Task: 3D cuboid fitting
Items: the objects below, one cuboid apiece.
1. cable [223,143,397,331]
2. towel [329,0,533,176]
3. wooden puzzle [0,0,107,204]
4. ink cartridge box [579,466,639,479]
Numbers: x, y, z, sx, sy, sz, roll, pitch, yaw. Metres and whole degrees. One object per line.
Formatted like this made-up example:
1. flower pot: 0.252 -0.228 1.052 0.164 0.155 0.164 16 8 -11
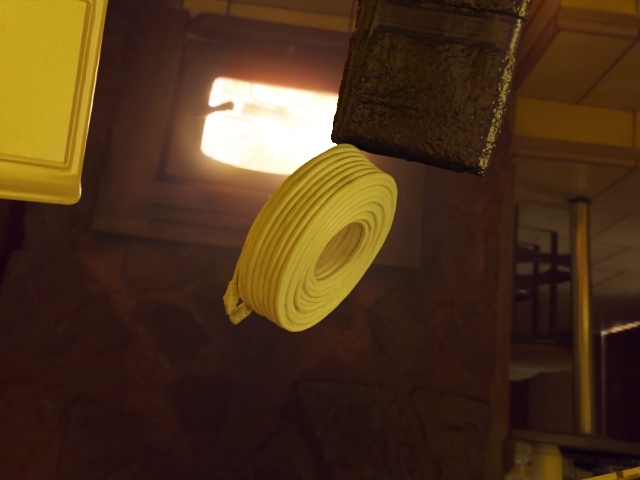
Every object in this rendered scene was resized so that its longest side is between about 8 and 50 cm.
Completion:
1. cable: 0.000 0.000 0.839 0.089 0.257 0.257 37 -140 24
2. towel: 0.139 -0.252 0.797 0.228 0.308 0.076 14 -170 18
3. wooden puzzle: -0.304 -0.159 0.550 0.044 0.238 0.221 8 -178 38
4. ink cartridge box: 0.267 0.220 0.543 0.083 0.028 0.048 -16 140 8
